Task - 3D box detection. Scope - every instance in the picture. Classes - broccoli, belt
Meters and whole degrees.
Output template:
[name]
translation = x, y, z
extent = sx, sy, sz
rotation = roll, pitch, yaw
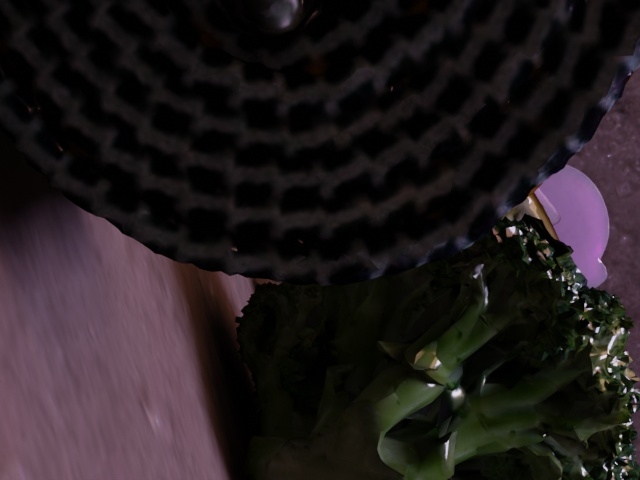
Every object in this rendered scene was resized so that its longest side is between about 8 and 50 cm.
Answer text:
[broccoli]
translation = 0.047, 0.073, 0.701
extent = 0.156, 0.195, 0.195
rotation = -27, 101, -65
[belt]
translation = -0.005, -0.122, 0.460
extent = 0.150, 0.207, 0.258
rotation = -86, 167, -84

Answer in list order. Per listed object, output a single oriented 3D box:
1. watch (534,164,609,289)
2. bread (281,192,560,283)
[watch]
translation = 0.083, -0.026, 1.300
extent = 0.248, 0.211, 0.217
rotation = 50, 4, 6
[bread]
translation = 0.074, 0.063, 1.010
extent = 0.333, 0.160, 0.333
rotation = -15, 90, -85
